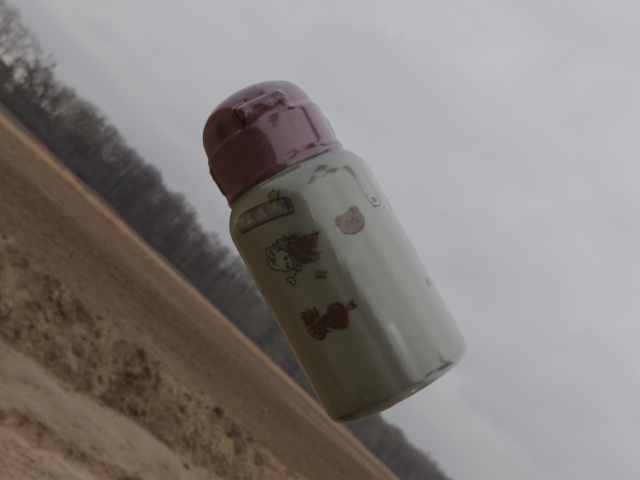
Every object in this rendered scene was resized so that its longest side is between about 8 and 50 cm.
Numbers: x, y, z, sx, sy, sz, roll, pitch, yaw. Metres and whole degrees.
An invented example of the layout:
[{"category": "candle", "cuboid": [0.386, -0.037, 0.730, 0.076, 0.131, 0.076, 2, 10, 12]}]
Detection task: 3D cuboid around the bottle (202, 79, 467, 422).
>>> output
[{"category": "bottle", "cuboid": [0.000, 0.000, 0.504, 0.233, 0.110, 0.110, 61, -7, 5]}]
